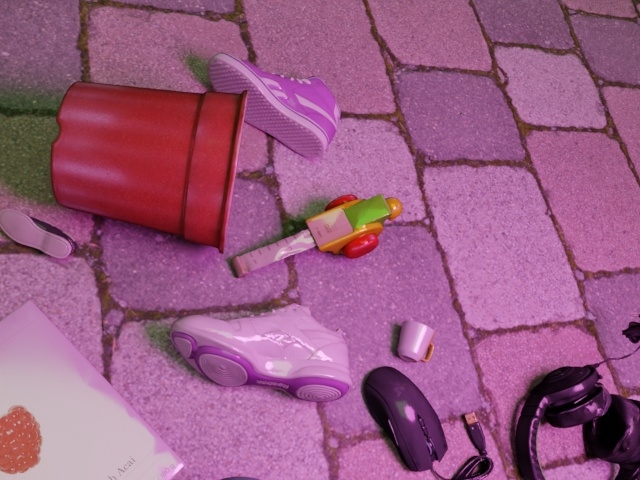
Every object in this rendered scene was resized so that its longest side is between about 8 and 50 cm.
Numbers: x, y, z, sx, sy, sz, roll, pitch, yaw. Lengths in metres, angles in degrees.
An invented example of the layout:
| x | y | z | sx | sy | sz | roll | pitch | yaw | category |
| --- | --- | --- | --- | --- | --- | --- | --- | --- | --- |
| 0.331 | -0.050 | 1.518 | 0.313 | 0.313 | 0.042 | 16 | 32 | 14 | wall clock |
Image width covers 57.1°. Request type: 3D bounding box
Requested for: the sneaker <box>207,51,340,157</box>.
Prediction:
| x | y | z | sx | sy | sz | roll | pitch | yaw | category |
| --- | --- | --- | --- | --- | --- | --- | --- | --- | --- |
| -0.085 | -0.301 | 1.190 | 0.282 | 0.102 | 0.161 | 37 | 54 | -15 | sneaker |

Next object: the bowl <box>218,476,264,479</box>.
| x | y | z | sx | sy | sz | roll | pitch | yaw | category |
| --- | --- | --- | --- | --- | --- | --- | --- | --- | --- |
| -0.093 | 0.427 | 0.742 | 0.311 | 0.311 | 0.163 | 45 | 32 | 3 | bowl |

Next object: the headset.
| x | y | z | sx | sy | sz | roll | pitch | yaw | category |
| --- | --- | --- | --- | --- | --- | --- | --- | --- | --- |
| 0.528 | 0.316 | 1.086 | 0.243 | 0.185 | 0.394 | 36 | 69 | -3 | headset |

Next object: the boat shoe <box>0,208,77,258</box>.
| x | y | z | sx | sy | sz | roll | pitch | yaw | category |
| --- | --- | --- | --- | --- | --- | --- | --- | --- | --- |
| -0.448 | -0.013 | 0.934 | 0.125 | 0.038 | 0.046 | 25 | 101 | -3 | boat shoe |

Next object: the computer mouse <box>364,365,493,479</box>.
| x | y | z | sx | sy | sz | roll | pitch | yaw | category |
| --- | --- | --- | --- | --- | --- | --- | --- | --- | --- |
| 0.202 | 0.322 | 1.024 | 0.184 | 0.060 | 0.262 | -19 | 75 | -27 | computer mouse |

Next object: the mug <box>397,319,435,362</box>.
| x | y | z | sx | sy | sz | roll | pitch | yaw | category |
| --- | --- | --- | --- | --- | --- | --- | --- | --- | --- |
| 0.178 | 0.191 | 1.078 | 0.078 | 0.062 | 0.064 | 24 | 67 | -2 | mug |

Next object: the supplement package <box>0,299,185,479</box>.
| x | y | z | sx | sy | sz | roll | pitch | yaw | category |
| --- | --- | --- | --- | --- | --- | --- | --- | --- | --- |
| -0.350 | 0.258 | 0.763 | 0.293 | 0.175 | 0.177 | 45 | 58 | 3 | supplement package |

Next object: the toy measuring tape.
| x | y | z | sx | sy | sz | roll | pitch | yaw | category |
| --- | --- | --- | --- | --- | --- | --- | --- | --- | --- |
| 0.000 | 0.000 | 1.093 | 0.330 | 0.121 | 0.121 | -23 | 75 | -6 | toy measuring tape |

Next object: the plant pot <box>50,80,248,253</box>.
| x | y | z | sx | sy | sz | roll | pitch | yaw | category |
| --- | --- | --- | --- | --- | --- | --- | --- | --- | --- |
| -0.268 | -0.131 | 0.949 | 0.265 | 0.272 | 0.272 | 9 | 63 | -9 | plant pot |

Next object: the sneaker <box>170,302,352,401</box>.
| x | y | z | sx | sy | sz | roll | pitch | yaw | category |
| --- | --- | --- | --- | --- | --- | --- | --- | --- | --- |
| -0.093 | 0.168 | 0.967 | 0.305 | 0.114 | 0.152 | 19 | 47 | -18 | sneaker |
